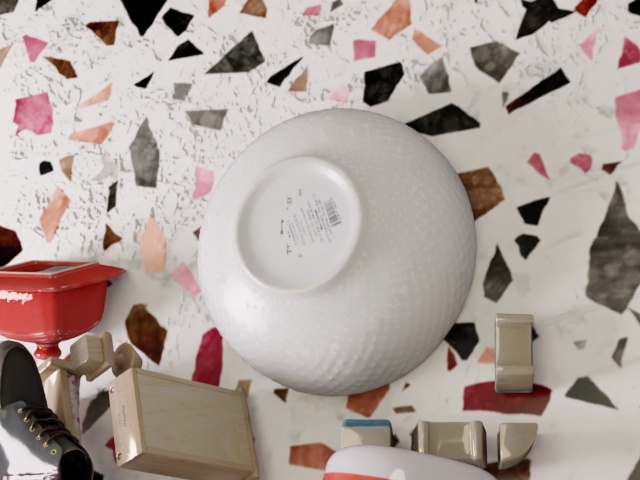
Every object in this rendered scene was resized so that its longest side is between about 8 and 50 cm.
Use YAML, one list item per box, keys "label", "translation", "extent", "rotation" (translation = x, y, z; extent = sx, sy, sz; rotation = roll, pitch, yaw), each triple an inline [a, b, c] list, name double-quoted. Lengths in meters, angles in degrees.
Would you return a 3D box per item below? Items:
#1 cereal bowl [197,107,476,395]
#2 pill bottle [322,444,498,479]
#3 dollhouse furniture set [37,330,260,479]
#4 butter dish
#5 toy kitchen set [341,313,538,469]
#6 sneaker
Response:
- label: "cereal bowl"
  translation: [0.000, 0.000, 1.807]
  extent: [0.339, 0.141, 0.339]
  rotation: [-8, 71, 23]
- label: "pill bottle"
  translation: [0.065, 0.369, 1.518]
  extent: [0.181, 0.181, 0.323]
  rotation: [4, 74, 26]
- label: "dollhouse furniture set"
  translation: [-0.251, 0.300, 1.865]
  extent: [0.355, 0.174, 0.303]
  rotation: [-36, 52, 35]
- label: "butter dish"
  translation: [-0.338, 0.089, 1.947]
  extent: [0.160, 0.160, 0.118]
  rotation: [0, 97, 25]
- label: "toy kitchen set"
  translation: [0.129, 0.168, 1.731]
  extent: [0.207, 0.122, 0.166]
  rotation: [0, 73, 4]
- label: "sneaker"
  translation: [-0.312, 0.209, 1.781]
  extent: [0.118, 0.083, 0.222]
  rotation: [-23, 69, 36]
